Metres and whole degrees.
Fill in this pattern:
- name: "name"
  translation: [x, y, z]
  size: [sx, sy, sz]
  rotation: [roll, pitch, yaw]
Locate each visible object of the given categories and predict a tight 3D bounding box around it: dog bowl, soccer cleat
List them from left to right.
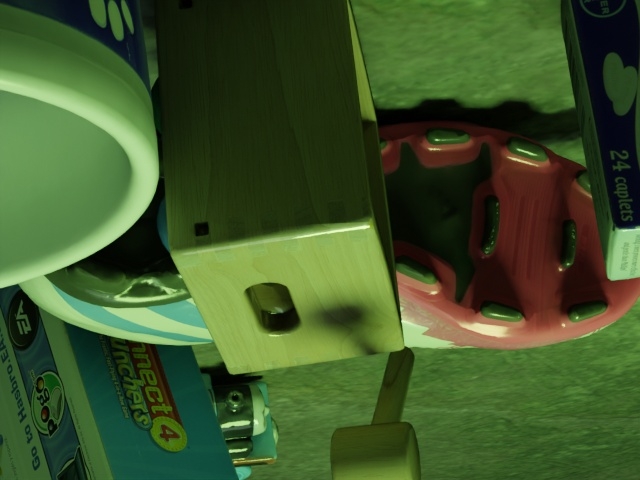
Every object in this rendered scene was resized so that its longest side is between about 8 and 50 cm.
- name: "dog bowl"
  translation: [-0.198, -0.059, 0.729]
  size: [0.265, 0.104, 0.265]
  rotation: [-6, 162, -2]
- name: "soccer cleat"
  translation: [0.000, 0.000, 0.990]
  size: [0.331, 0.116, 0.143]
  rotation: [4, 167, -14]

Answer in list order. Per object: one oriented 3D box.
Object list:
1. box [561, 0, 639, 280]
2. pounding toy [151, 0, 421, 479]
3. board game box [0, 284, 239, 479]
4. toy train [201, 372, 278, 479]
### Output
- name: "box"
  translation: [0.184, -0.059, 0.835]
  size: [0.137, 0.126, 0.072]
  rotation: [-9, 160, 3]
- name: "pounding toy"
  translation: [-0.014, 0.020, 0.830]
  size: [0.094, 0.206, 0.181]
  rotation: [-8, 153, 5]
- name: "board game box"
  translation: [-0.160, 0.206, 1.086]
  size: [0.086, 0.308, 0.302]
  rotation: [7, 139, -39]
- name: "toy train"
  translation: [-0.119, 0.139, 1.385]
  size: [0.184, 0.080, 0.105]
  rotation: [-4, 155, -10]
